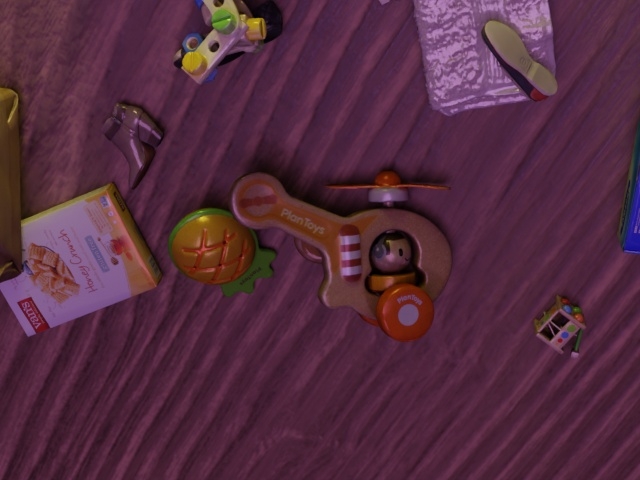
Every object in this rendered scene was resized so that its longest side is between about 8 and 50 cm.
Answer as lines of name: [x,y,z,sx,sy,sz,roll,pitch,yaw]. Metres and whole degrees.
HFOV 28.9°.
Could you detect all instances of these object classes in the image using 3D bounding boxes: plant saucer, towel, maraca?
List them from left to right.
maraca: [-0.147,0.019,1.869,0.127,0.099,0.185,-39,129,15]
plant saucer: [0.000,0.000,1.886,0.083,0.015,0.083,2,113,5]
towel: [0.220,-0.318,1.711,0.187,0.049,0.282,-10,111,9]

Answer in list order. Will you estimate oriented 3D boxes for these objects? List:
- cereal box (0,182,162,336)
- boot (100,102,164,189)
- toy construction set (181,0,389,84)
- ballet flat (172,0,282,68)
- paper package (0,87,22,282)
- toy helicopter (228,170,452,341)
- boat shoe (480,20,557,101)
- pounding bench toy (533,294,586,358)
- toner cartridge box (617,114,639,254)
cereal box: [-0.388,0.032,1.920,0.240,0.047,0.173,-22,108,14]
boot: [-0.287,-0.144,1.843,0.087,0.042,0.118,31,111,-1]
toy construction set: [-0.057,-0.356,1.655,0.327,0.151,0.215,-20,74,2]
ballet flat: [-0.132,-0.287,1.768,0.173,0.057,0.049,-21,70,13]
paper package: [-0.618,-0.076,1.809,0.324,0.168,0.310,5,107,8]
toy helicopter: [0.036,-0.019,1.803,0.355,0.140,0.235,24,91,-17]
boat shoe: [0.264,-0.242,1.691,0.137,0.049,0.043,42,152,-15]
pounding bench toy: [0.377,0.133,1.885,0.083,0.052,0.065,36,111,-10]
toner cartridge box: [0.530,-0.145,1.739,0.165,0.075,0.348,7,113,4]
